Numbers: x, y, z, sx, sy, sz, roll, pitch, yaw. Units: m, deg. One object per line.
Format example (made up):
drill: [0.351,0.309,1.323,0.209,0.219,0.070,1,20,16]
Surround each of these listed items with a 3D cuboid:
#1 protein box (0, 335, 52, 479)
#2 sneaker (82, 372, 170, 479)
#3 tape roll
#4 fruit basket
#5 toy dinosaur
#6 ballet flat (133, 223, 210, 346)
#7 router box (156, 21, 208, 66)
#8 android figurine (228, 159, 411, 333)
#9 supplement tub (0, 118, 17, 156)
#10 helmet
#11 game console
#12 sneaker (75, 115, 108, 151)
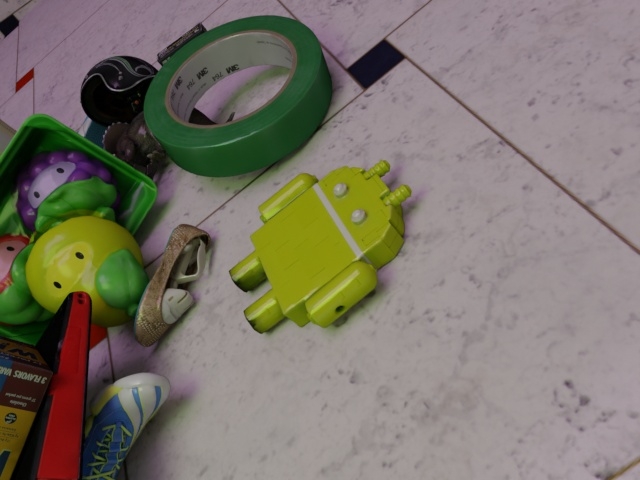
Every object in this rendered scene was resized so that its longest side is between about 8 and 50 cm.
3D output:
protein box: [-0.441,0.217,0.710,0.201,0.136,0.200,1,70,58]
sneaker: [-0.272,0.276,0.769,0.240,0.091,0.126,-41,52,22]
tape roll: [-0.142,-0.255,1.018,0.321,0.077,0.321,-9,53,13]
fruit basket: [-0.436,0.013,0.968,0.392,0.283,0.392,-36,35,31]
toy dinosaur: [-0.316,-0.205,1.136,0.313,0.121,0.160,-28,59,22]
ballet flat: [-0.219,0.064,0.899,0.067,0.073,0.206,2,63,21]
router box: [-0.272,-0.391,1.262,0.122,0.092,0.038,-31,45,15]
android figurine: [0.000,0.000,0.792,0.273,0.056,0.248,-38,43,10]
supplement tub: [-0.740,-0.154,1.262,0.235,0.325,0.236,-20,49,24]
helmet: [-0.417,-0.312,1.258,0.161,0.169,0.169,26,75,26]
game console: [-0.399,0.303,0.779,0.386,0.060,0.342,-48,34,28]
sneaker: [-0.509,-0.253,1.341,0.092,0.087,0.229,-6,52,39]
